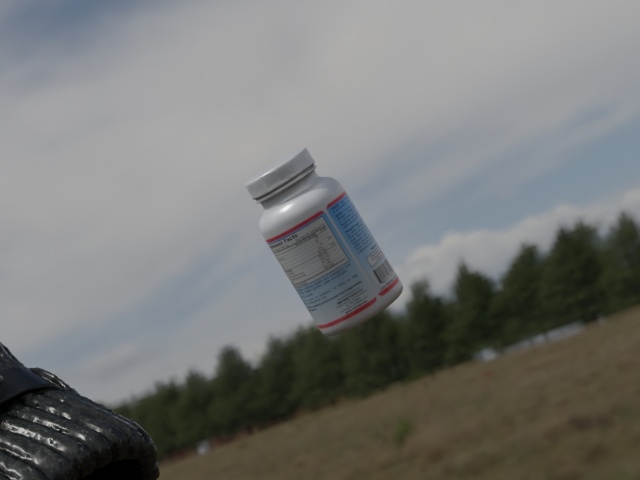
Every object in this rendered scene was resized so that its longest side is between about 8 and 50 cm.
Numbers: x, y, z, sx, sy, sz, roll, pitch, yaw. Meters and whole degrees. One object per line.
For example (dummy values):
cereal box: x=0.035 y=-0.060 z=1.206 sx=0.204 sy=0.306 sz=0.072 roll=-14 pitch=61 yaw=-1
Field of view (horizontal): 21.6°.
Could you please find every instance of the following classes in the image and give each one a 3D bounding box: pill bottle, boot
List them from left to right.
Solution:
boot: x=-0.312 y=0.195 z=1.178 sx=0.348 sy=0.260 sz=0.131 roll=-43 pitch=-33 yaw=-19
pill bottle: x=0.000 y=0.000 z=1.519 sx=0.087 sy=0.160 sz=0.087 roll=-31 pitch=6 yaw=4
